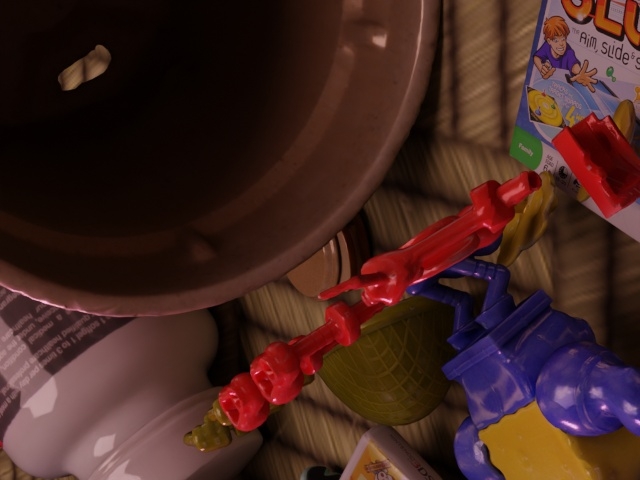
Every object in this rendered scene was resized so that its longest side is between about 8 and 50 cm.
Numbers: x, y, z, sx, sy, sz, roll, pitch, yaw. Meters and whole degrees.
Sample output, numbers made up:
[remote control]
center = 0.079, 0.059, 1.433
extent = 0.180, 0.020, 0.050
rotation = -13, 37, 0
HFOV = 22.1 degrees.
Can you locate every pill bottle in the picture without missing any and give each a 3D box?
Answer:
[pill bottle]
center = -0.185, 0.058, 1.181
extent = 0.318, 0.176, 0.176
rotation = 51, 140, 15

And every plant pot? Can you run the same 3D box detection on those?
[plant pot]
center = -0.146, -0.151, 0.990
extent = 0.305, 0.333, 0.334
rotation = -154, 58, -62

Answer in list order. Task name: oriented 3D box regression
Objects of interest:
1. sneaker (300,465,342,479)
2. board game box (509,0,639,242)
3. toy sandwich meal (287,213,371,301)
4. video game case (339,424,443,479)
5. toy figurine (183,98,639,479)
[sneaker]
center = 0.008, 0.204, 1.090
extent = 0.098, 0.038, 0.069
rotation = 56, 140, 29
[board game box]
center = 0.177, -0.058, 0.762
extent = 0.201, 0.035, 0.136
rotation = 39, 131, 43
[toy sandwich meal]
center = 0.000, 0.000, 1.048
extent = 0.085, 0.029, 0.086
rotation = 38, 136, 50
[video game case]
center = 0.065, 0.253, 1.005
extent = 0.206, 0.026, 0.227
rotation = 45, 136, 23
[toy figurine]
center = 0.086, 0.112, 0.812
extent = 0.217, 0.191, 0.362
rotation = 55, 155, 7
